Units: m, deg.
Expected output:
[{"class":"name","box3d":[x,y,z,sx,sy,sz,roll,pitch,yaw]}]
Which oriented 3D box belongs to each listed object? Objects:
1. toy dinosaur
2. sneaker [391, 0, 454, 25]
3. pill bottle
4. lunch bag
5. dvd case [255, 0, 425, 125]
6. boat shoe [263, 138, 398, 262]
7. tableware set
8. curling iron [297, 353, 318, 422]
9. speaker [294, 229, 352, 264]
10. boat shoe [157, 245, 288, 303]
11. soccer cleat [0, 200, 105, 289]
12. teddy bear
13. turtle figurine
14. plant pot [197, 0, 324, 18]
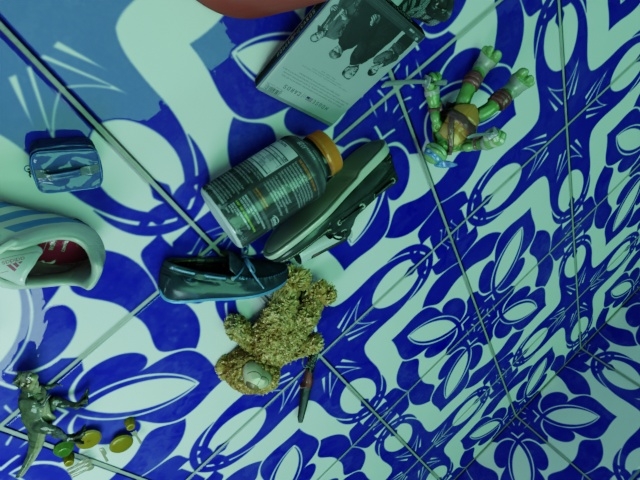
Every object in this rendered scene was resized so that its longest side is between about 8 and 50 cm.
[{"class":"toy dinosaur","box3d":[-0.496,0.330,0.833,0.118,0.064,0.268,5,115,-22]},{"class":"sneaker","box3d":[0.151,-0.417,0.813,0.153,0.101,0.268,29,97,-42]},{"class":"pill bottle","box3d":[-0.079,-0.103,0.819,0.246,0.130,0.130,-34,132,-13]},{"class":"lunch bag","box3d":[-0.370,-0.108,0.650,0.099,0.065,0.067,-14,124,-30]},{"class":"dvd case","box3d":[0.030,-0.307,0.760,0.179,0.029,0.239,16,140,-41]},{"class":"boat shoe","box3d":[0.034,-0.059,0.932,0.340,0.127,0.113,-47,121,-15]},{"class":"tableware set","box3d":[-0.461,0.421,0.941,0.154,0.024,0.104,-22,124,-23]},{"class":"curling iron","box3d":[-0.042,0.389,1.209,0.068,0.035,0.273,-49,154,-57]},{"class":"speaker","box3d":[0.000,0.000,0.993,0.136,0.055,0.055,-27,129,-21]},{"class":"boat shoe","box3d":[-0.175,0.062,0.871,0.258,0.109,0.088,-9,118,-35]},{"class":"soccer cleat","box3d":[-0.456,-0.002,0.599,0.331,0.143,0.116,12,109,-40]},{"class":"teddy bear","box3d":[-0.094,0.212,1.018,0.338,0.113,0.245,-43,131,-7]},{"class":"turtle figurine","box3d":[0.320,-0.293,0.950,0.266,0.198,0.274,-49,137,-6]},{"class":"plant pot","box3d":[-0.055,-0.418,0.567,0.275,0.243,0.274,-18,126,-27]}]
